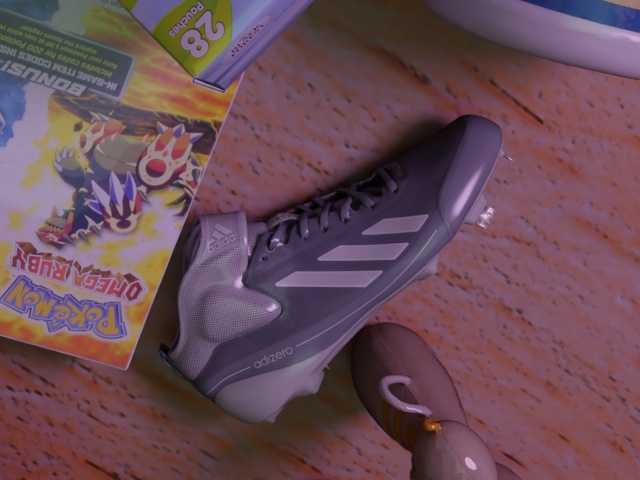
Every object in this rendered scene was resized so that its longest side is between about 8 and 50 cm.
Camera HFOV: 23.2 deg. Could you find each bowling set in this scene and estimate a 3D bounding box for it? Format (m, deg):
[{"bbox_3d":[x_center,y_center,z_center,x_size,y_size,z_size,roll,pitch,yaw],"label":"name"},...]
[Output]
[{"bbox_3d":[0.057,0.209,0.842,0.200,0.154,0.287,-40,114,4],"label":"bowling set"}]

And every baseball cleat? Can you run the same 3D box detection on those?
[{"bbox_3d":[0.000,0.000,0.792,0.109,0.072,0.206,39,95,-17],"label":"baseball cleat"}]

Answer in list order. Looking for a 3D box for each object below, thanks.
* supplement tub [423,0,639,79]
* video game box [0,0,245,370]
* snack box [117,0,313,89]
[{"bbox_3d":[0.136,-0.186,0.709,0.144,0.144,0.200,9,109,-17],"label":"supplement tub"},{"bbox_3d":[-0.158,-0.051,0.747,0.205,0.048,0.187,17,108,-19],"label":"video game box"},{"bbox_3d":[-0.057,-0.196,0.654,0.207,0.070,0.174,45,96,4],"label":"snack box"}]
